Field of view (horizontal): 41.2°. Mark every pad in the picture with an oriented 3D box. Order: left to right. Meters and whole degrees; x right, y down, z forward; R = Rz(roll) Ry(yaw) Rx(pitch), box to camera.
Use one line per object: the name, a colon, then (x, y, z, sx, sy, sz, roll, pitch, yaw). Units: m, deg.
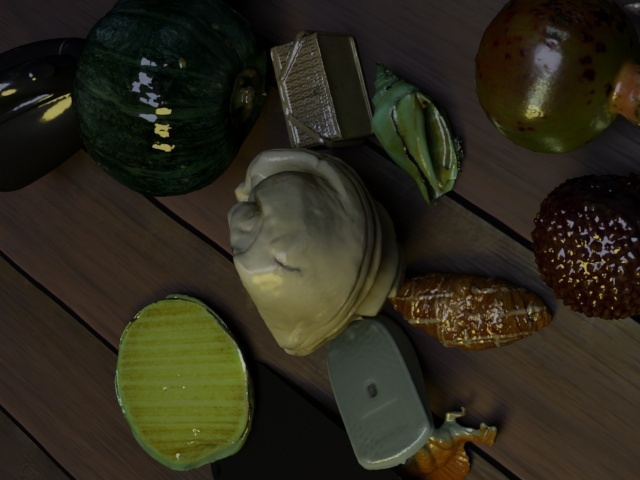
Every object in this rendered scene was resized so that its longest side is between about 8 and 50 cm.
pad: (-0.001, 0.341, 1.315, 0.375, 0.063, 0.315, 34, 114, 34)

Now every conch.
conch: (0.124, -0.150, 1.147, 0.095, 0.079, 0.200, -37, 96, 15)

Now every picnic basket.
picnic basket: (0.005, -0.205, 1.181, 0.079, 0.115, 0.164, -12, 91, 32)

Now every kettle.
kettle: (-0.463, -0.215, 1.353, 0.290, 0.268, 0.207, -21, 93, 29)

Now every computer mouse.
computer mouse: (0.085, 0.206, 1.191, 0.128, 0.079, 0.231, -32, 54, 23)

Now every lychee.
lychee: (0.338, 0.009, 0.997, 0.188, 0.188, 0.188, 5, 100, 29)

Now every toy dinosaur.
toy dinosaur: (0.159, 0.308, 1.219, 0.142, 0.057, 0.212, 20, 127, 8)

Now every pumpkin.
pumpkin: (-0.234, -0.188, 1.199, 0.263, 0.197, 0.293, 20, 139, 9)

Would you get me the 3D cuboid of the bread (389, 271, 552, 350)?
bread: (0.189, 0.096, 1.149, 0.233, 0.076, 0.105, 8, 100, 30)

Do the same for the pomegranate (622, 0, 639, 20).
pomegranate: (0.419, -0.234, 0.947, 0.159, 0.129, 0.129, 3, 100, 53)

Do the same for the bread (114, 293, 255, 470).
bread: (-0.229, 0.236, 1.417, 0.301, 0.045, 0.301, 4, 97, 30)

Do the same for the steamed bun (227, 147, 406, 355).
steamed bun: (0.001, 0.003, 1.123, 0.203, 0.289, 0.276, -20, 61, 2)

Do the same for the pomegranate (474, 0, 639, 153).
pomegranate: (0.284, -0.178, 0.975, 0.198, 0.198, 0.246, -45, 58, 27)
